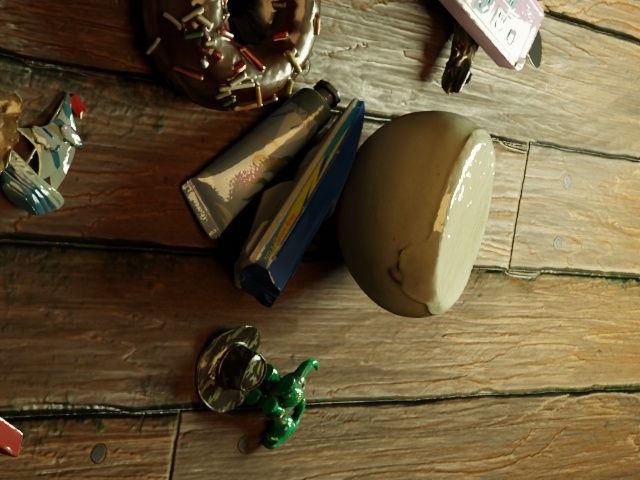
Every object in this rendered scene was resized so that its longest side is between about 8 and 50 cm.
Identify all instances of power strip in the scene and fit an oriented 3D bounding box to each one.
[{"bbox_3d":[0.223,-0.347,2.173,0.279,0.037,0.109,40,68,-44],"label":"power strip"}]

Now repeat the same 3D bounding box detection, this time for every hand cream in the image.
[{"bbox_3d":[-0.071,-0.111,1.971,0.256,0.055,0.088,-43,125,-25],"label":"hand cream"}]

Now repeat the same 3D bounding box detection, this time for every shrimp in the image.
[{"bbox_3d":[0.191,-0.319,2.208,0.152,0.046,0.219,23,78,-49],"label":"shrimp"}]

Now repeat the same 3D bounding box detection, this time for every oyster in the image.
[{"bbox_3d":[-0.367,-0.103,1.632,0.103,0.051,0.148,36,56,-43],"label":"oyster"}]

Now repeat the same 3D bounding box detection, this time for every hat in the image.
[{"bbox_3d":[-0.102,0.166,1.993,0.121,0.050,0.121,-17,114,-44],"label":"hat"}]

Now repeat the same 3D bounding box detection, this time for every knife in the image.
[{"bbox_3d":[0.000,0.000,2.092,0.121,0.018,0.031,34,71,-47],"label":"knife"}]

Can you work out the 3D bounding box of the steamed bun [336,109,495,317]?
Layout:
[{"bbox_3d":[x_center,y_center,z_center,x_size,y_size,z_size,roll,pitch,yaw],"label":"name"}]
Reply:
[{"bbox_3d":[0.117,-0.042,2.082,0.283,0.177,0.283,15,90,-72],"label":"steamed bun"}]

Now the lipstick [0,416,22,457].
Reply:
[{"bbox_3d":[-0.419,0.147,1.639,0.312,0.051,0.051,46,64,-46],"label":"lipstick"}]

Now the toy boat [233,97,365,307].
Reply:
[{"bbox_3d":[-0.018,-0.064,1.989,0.088,0.129,0.295,31,70,-1],"label":"toy boat"}]

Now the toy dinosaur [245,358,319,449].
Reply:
[{"bbox_3d":[-0.045,0.209,2.071,0.132,0.059,0.096,-54,142,-14],"label":"toy dinosaur"}]

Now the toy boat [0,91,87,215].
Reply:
[{"bbox_3d":[-0.302,-0.089,1.735,0.149,0.034,0.105,-50,130,-45],"label":"toy boat"}]

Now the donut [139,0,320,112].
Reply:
[{"bbox_3d":[-0.098,-0.279,1.855,0.270,0.103,0.269,-12,106,-45],"label":"donut"}]

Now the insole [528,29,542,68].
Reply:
[{"bbox_3d":[0.271,-0.377,2.287,0.322,0.007,0.109,57,37,-42],"label":"insole"}]
